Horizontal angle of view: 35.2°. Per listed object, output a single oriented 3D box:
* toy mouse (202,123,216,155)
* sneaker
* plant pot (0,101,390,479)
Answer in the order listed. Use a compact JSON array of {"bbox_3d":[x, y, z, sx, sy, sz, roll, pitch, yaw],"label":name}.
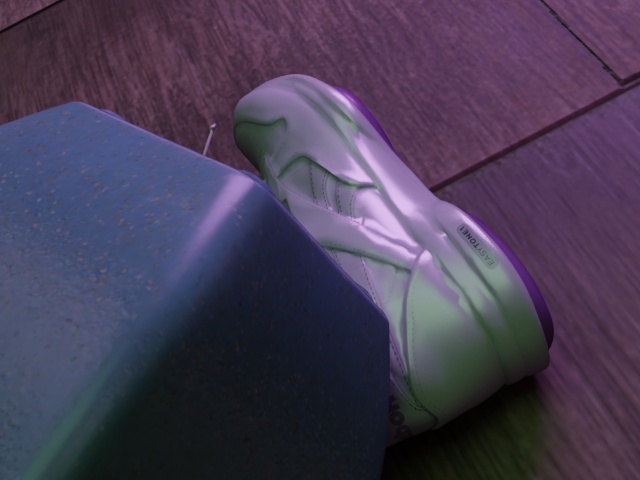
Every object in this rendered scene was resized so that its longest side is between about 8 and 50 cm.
[{"bbox_3d":[-0.095,0.000,0.730,0.161,0.031,0.143,-41,46,-12],"label":"toy mouse"},{"bbox_3d":[0.000,0.000,0.627,0.152,0.114,0.305,-35,46,-7],"label":"sneaker"},{"bbox_3d":[-0.108,0.083,0.482,0.247,0.248,0.252,26,76,39],"label":"plant pot"}]
